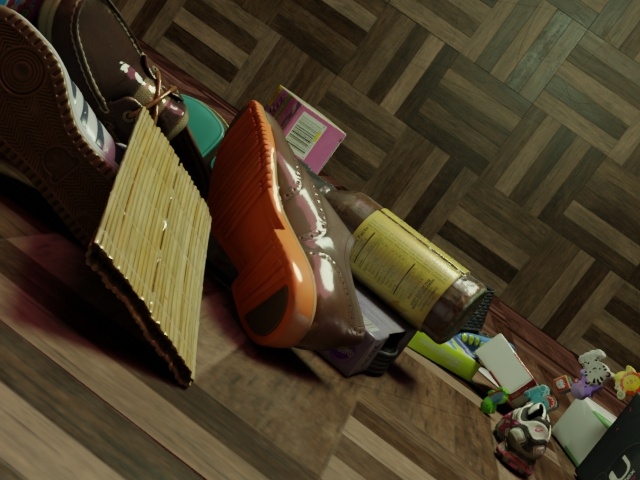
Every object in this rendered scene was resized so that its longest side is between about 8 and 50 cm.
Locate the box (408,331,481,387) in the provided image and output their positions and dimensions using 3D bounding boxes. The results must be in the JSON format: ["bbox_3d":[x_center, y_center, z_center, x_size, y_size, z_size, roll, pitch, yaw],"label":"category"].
[{"bbox_3d":[0.195,0.174,1.476,0.178,0.042,0.109,32,10,-20],"label":"box"}]

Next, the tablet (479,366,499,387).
[{"bbox_3d":[0.329,0.265,1.630,0.083,0.006,0.054,40,10,33],"label":"tablet"}]

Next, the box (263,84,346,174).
[{"bbox_3d":[-0.079,-0.199,1.869,0.117,0.213,0.243,33,9,-21],"label":"box"}]

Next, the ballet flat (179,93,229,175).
[{"bbox_3d":[-0.176,-0.137,1.554,0.348,0.123,0.123,40,9,32],"label":"ballet flat"}]

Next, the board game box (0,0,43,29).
[{"bbox_3d":[-0.340,-0.266,0.874,0.097,0.303,0.224,37,9,17],"label":"board game box"}]

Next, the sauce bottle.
[{"bbox_3d":[0.073,0.005,1.242,0.344,0.111,0.111,40,9,21],"label":"sauce bottle"}]

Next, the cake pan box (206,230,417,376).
[{"bbox_3d":[-0.003,0.072,1.163,0.267,0.070,0.246,38,10,15],"label":"cake pan box"}]

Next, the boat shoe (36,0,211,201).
[{"bbox_3d":[-0.204,-0.155,0.998,0.123,0.123,0.342,15,-33,21],"label":"boat shoe"}]

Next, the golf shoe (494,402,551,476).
[{"bbox_3d":[0.290,0.263,1.202,0.067,0.086,0.186,35,7,6],"label":"golf shoe"}]

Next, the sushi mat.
[{"bbox_3d":[-0.147,-0.010,0.804,0.151,0.019,0.316,60,10,-26],"label":"sushi mat"}]

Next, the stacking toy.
[{"bbox_3d":[0.377,0.240,1.348,0.167,0.221,0.052,26,44,-50],"label":"stacking toy"}]

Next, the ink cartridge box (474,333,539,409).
[{"bbox_3d":[0.324,0.230,1.471,0.099,0.056,0.135,57,6,35],"label":"ink cartridge box"}]

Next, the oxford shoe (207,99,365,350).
[{"bbox_3d":[-0.042,-0.019,1.032,0.133,0.130,0.363,17,43,-35],"label":"oxford shoe"}]

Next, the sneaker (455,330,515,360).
[{"bbox_3d":[0.306,0.199,1.678,0.188,0.067,0.078,23,17,-34],"label":"sneaker"}]

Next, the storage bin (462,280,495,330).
[{"bbox_3d":[0.220,0.104,1.626,0.180,0.084,0.122,9,14,-33],"label":"storage bin"}]

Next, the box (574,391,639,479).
[{"bbox_3d":[0.480,0.347,1.210,0.143,0.165,0.270,36,8,2],"label":"box"}]

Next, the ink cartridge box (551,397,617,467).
[{"bbox_3d":[0.518,0.375,1.470,0.212,0.093,0.154,32,9,-11],"label":"ink cartridge box"}]

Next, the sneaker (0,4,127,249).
[{"bbox_3d":[-0.253,-0.107,0.891,0.282,0.099,0.153,57,7,-7],"label":"sneaker"}]
